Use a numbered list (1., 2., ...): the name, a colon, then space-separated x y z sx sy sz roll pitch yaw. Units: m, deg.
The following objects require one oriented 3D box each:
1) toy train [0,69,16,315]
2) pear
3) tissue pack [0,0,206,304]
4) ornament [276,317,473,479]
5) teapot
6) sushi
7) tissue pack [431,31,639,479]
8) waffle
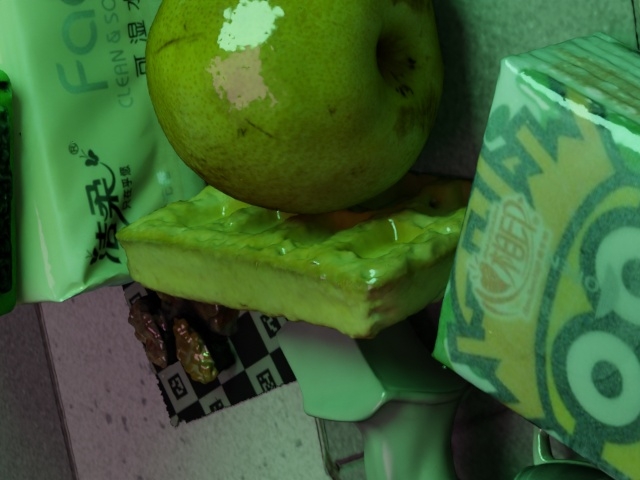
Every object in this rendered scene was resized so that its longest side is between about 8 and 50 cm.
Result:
1. toy train: -0.316 -0.026 1.319 0.188 0.132 0.243 13 110 31
2. pear: -0.023 -0.123 1.229 0.209 0.209 0.209 21 120 41
3. tissue pack: -0.274 -0.149 1.476 0.331 0.205 0.405 -6 97 46
4. ornament: 0.065 0.161 1.280 0.120 0.130 0.285 -29 85 40
5. teapot: 0.178 0.178 1.216 0.090 0.092 0.124 -13 102 33
6. sushi: -0.116 0.058 1.523 0.210 0.040 0.193 -21 89 49
7. tissue pack: 0.226 0.040 1.073 0.311 0.128 0.228 33 125 35
8. waffle: 0.000 0.000 1.278 0.274 0.168 0.057 10 119 44
